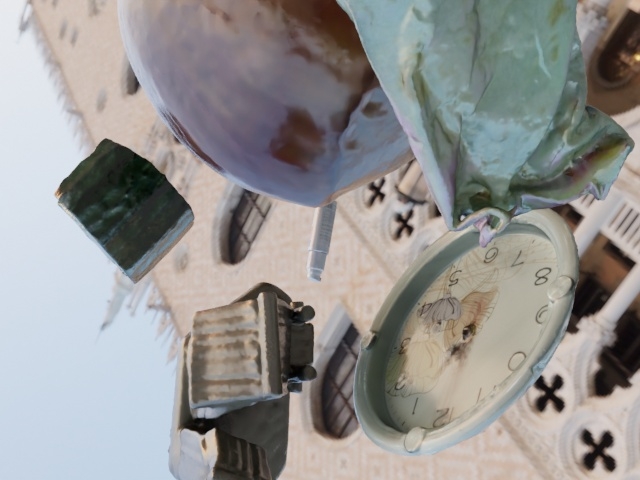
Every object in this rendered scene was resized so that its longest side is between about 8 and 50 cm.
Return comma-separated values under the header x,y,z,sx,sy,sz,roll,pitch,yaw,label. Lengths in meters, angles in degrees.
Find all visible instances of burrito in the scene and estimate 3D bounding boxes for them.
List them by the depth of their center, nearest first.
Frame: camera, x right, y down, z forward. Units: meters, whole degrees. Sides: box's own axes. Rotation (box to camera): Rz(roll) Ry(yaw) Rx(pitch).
x,y,z,sx,sy,sz,roll,pitch,yaw,label
0.085,-0.107,0.444,0.229,0.144,0.089,65,172,-26,burrito

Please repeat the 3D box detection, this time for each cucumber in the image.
x,y,z,sx,sy,sz,roll,pitch,yaw,label
-0.281,-0.041,1.138,0.191,0.191,0.130,40,-109,16,cucumber

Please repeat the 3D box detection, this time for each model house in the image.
x,y,z,sx,sy,sz,roll,pitch,yaw,label
-0.065,0.137,0.714,0.122,0.229,0.188,8,167,-14,model house

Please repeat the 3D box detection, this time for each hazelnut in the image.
x,y,z,sx,sy,sz,roll,pitch,yaw,label
-0.021,-0.251,0.881,0.421,0.421,0.353,28,-140,-1,hazelnut

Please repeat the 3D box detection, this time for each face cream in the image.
x,y,z,sx,sy,sz,roll,pitch,yaw,label
0.000,0.000,1.245,0.034,0.130,0.034,9,168,2,face cream

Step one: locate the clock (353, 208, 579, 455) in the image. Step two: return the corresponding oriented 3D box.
x,y,z,sx,sy,sz,roll,pitch,yaw,label
0.123,0.075,0.653,0.053,0.236,0.236,37,-160,-23,clock
